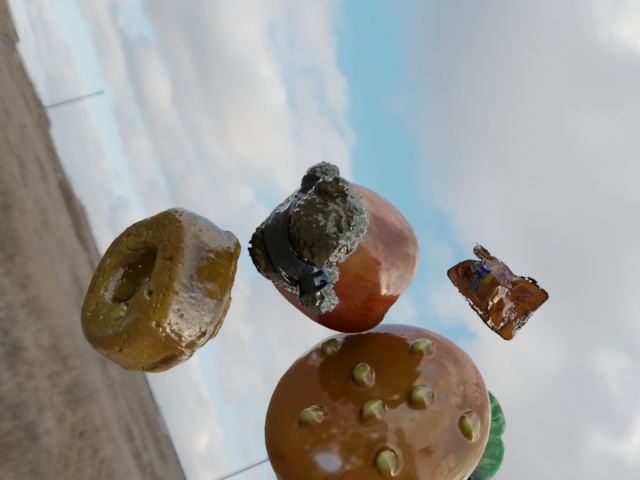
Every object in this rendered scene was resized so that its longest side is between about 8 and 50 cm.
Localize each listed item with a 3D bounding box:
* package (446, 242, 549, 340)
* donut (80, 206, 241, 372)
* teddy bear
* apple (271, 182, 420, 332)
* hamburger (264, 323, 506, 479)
[{"bbox_3d":[0.206,0.056,0.938,0.110,0.077,0.033,46,2,16],"label":"package"},{"bbox_3d":[-0.205,0.063,1.020,0.114,0.226,0.226,39,7,-38],"label":"donut"},{"bbox_3d":[-0.020,0.004,0.959,0.251,0.129,0.181,133,-56,-69],"label":"teddy bear"},{"bbox_3d":[0.028,0.021,1.296,0.241,0.242,0.242,28,-19,-3],"label":"apple"},{"bbox_3d":[0.089,0.327,1.317,0.395,0.396,0.277,53,-17,47],"label":"hamburger"}]
